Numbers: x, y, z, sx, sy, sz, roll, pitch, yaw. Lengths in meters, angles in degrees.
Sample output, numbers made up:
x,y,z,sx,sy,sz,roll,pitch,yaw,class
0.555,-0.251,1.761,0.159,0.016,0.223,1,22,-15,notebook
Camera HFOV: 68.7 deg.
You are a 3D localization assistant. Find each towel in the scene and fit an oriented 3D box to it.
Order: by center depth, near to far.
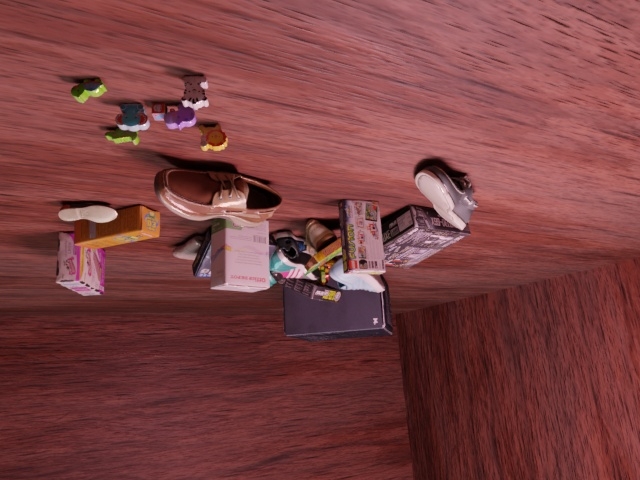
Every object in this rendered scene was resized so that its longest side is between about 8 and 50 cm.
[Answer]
x,y,z,sx,sy,sz,roll,pitch,yaw,class
-0.349,0.035,1.643,0.282,0.049,0.187,10,158,-38,towel

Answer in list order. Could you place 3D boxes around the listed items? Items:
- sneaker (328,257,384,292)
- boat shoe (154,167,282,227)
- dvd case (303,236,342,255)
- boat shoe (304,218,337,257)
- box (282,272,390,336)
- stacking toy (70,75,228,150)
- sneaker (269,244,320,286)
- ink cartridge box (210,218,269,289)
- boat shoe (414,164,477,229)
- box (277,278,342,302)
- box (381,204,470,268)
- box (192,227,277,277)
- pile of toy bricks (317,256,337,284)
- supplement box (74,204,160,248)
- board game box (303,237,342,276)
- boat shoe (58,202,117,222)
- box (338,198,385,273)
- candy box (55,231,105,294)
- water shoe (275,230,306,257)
x,y,z,sx,sy,sz,roll,pitch,yaw,class
0.149,0.152,1.980,0.150,0.135,0.366,-28,146,17,sneaker
-0.217,-0.111,1.058,0.117,0.123,0.325,-24,162,33,boat shoe
0.075,0.024,1.750,0.253,0.022,0.180,-13,162,28,dvd case
0.000,0.000,1.557,0.105,0.089,0.285,-36,169,-11,boat shoe
0.103,0.345,2.387,0.481,0.297,0.472,-7,165,11,box
-0.280,-0.207,0.797,0.221,0.052,0.167,-2,164,-4,stacking toy
-0.135,0.111,1.769,0.179,0.123,0.295,-26,150,20,sneaker
-0.237,0.041,1.384,0.154,0.212,0.093,10,159,-41,ink cartridge box
0.336,-0.127,1.209,0.099,0.116,0.319,-50,146,3,boat shoe
-0.070,0.194,2.042,0.270,0.060,0.216,18,179,36,box
0.293,0.000,1.538,0.243,0.076,0.307,5,153,-31,box
-0.285,0.051,1.550,0.233,0.059,0.183,7,132,-33,box
0.005,0.139,1.984,0.118,0.105,0.212,0,163,-14,pile of toy bricks
-0.562,-0.034,1.290,0.234,0.080,0.078,-12,165,19,supplement box
0.053,0.023,1.474,0.259,0.039,0.124,-36,173,-24,board game box
-0.596,-0.075,1.205,0.137,0.049,0.043,-2,-154,-14,boat shoe
0.114,-0.011,1.301,0.114,0.206,0.036,2,163,-18,box
-0.756,0.079,1.490,0.071,0.159,0.233,-3,165,-8,candy box
-0.098,0.026,1.608,0.073,0.080,0.203,-10,163,22,water shoe
